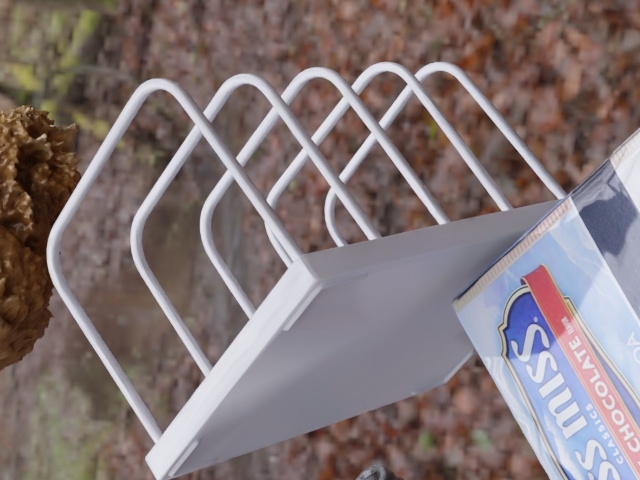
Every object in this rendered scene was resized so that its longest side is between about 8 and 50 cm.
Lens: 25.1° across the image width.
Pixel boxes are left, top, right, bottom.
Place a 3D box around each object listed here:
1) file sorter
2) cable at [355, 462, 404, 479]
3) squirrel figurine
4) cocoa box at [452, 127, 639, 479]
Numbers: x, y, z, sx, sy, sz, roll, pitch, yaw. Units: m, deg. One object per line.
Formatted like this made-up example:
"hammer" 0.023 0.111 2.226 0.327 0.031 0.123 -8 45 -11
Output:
"file sorter" 0.000 0.000 0.921 0.173 0.278 0.193 55 129 22
"cable" -0.016 0.252 0.944 0.287 0.072 0.139 -63 7 -31
"squirrel figurine" -0.454 -0.038 1.498 0.281 0.397 0.370 110 153 -44
"cocoa box" 0.285 0.102 0.800 0.228 0.231 0.347 -48 64 47
